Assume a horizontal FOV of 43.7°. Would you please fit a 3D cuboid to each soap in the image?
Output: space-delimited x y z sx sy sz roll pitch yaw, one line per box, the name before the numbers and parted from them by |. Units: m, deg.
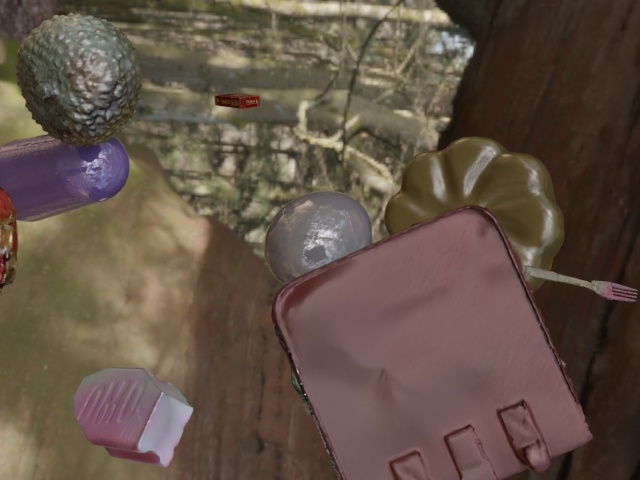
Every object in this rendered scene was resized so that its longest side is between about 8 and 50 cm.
soap | -0.434 0.386 1.796 0.109 0.324 0.193 45 55 -35

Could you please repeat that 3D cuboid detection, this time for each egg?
egg | 0.000 0.000 1.191 0.198 0.146 0.146 -33 130 -55

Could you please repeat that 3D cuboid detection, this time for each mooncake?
mooncake | 0.320 -0.035 1.676 0.201 0.378 0.378 24 70 -72

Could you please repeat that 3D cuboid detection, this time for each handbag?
handbag | 0.106 0.128 0.803 0.275 0.260 0.084 64 -7 2

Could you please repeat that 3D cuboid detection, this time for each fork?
fork | 0.242 0.039 0.761 0.012 0.115 0.016 13 92 -50

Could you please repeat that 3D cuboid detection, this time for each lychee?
lychee | -0.459 -0.312 1.559 0.274 0.255 0.255 -27 123 -62

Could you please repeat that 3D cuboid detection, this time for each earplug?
earplug | -0.608 -0.164 1.893 0.215 0.456 0.215 3 85 -42

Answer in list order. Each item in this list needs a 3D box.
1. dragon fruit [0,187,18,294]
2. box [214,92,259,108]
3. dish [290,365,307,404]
dragon fruit | -0.499 0.041 1.102 0.224 0.148 0.218 -35 169 -19
box | -0.168 -0.282 1.611 0.051 0.082 0.023 -17 114 -43
dish | 0.051 0.268 1.682 0.078 0.246 0.224 52 42 -28
